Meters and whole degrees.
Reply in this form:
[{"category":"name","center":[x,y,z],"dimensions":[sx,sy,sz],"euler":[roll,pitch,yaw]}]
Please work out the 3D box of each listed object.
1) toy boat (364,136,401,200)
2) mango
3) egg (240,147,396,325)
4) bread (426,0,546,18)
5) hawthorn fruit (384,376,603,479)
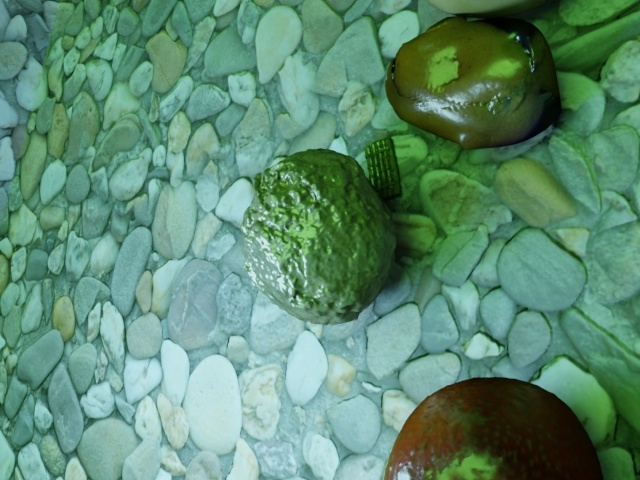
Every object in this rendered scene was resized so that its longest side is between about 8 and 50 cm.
[{"category":"toy boat","center":[0.114,-0.129,1.193],"dimensions":[0.063,0.016,0.114],"euler":[-20,71,37]},{"category":"mango","center":[0.235,-0.249,1.023],"dimensions":[0.287,0.153,0.201],"euler":[24,95,39]},{"category":"egg","center":[0.000,0.000,1.102],"dimensions":[0.279,0.279,0.310],"euler":[-9,108,39]},{"category":"bread","center":[0.246,-0.532,0.991],"dimensions":[0.348,0.253,0.376],"euler":[-41,59,9]},{"category":"hawthorn fruit","center":[0.238,0.309,0.848],"dimensions":[0.276,0.300,0.275],"euler":[16,121,30]}]
